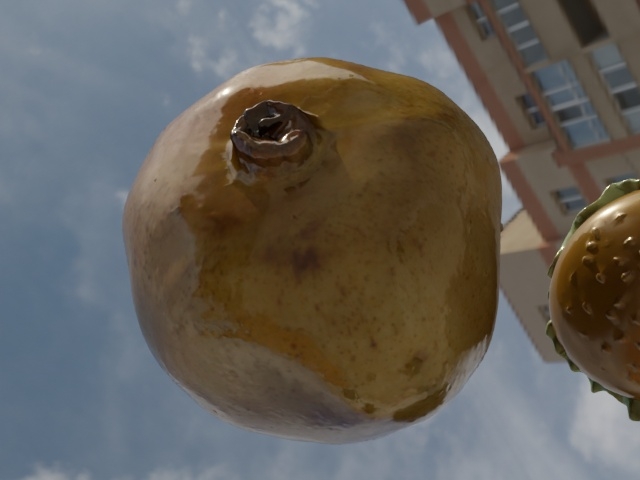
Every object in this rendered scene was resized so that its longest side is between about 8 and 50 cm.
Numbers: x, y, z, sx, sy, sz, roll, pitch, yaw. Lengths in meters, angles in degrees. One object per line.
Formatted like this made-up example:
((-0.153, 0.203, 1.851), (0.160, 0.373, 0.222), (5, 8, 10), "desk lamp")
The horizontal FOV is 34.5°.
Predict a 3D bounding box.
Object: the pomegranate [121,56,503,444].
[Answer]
((0.000, 0.000, 1.047), (0.416, 0.416, 0.417), (6, -100, -34), "pomegranate")

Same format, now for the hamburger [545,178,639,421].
((0.374, 0.056, 1.096), (0.212, 0.274, 0.275), (3, -100, -63), "hamburger")
